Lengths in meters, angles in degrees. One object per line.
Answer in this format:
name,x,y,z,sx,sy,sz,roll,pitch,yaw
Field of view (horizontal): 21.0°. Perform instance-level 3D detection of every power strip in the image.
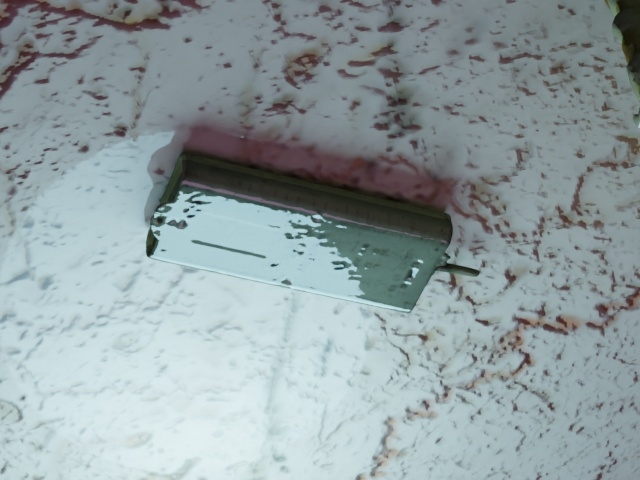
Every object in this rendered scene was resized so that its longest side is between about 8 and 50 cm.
power strip,0.000,0.000,1.309,0.268,0.034,0.092,12,128,-18

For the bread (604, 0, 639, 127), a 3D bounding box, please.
bread,0.392,-0.056,1.098,0.279,0.371,0.390,-31,125,24
